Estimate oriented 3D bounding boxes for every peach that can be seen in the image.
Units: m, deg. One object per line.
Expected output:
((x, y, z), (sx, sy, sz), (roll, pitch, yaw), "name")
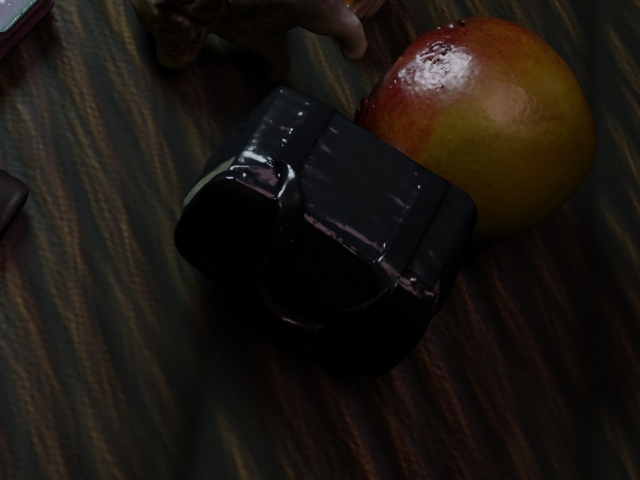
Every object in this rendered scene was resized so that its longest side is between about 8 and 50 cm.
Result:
((0.152, -0.107, 1.428), (0.231, 0.231, 0.231), (11, 59, -19), "peach")

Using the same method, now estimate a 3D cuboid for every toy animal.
((-0.066, -0.230, 1.425), (0.169, 0.233, 0.121), (34, 54, -55), "toy animal")

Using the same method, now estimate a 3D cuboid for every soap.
((-0.329, -0.222, 1.363), (0.100, 0.056, 0.149), (35, 54, 0), "soap")

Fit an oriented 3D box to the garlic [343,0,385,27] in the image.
((0.019, -0.336, 1.564), (0.206, 0.128, 0.115), (50, 31, 16), "garlic")

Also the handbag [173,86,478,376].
((0.000, 0.000, 1.314), (0.254, 0.181, 0.181), (34, 47, -2), "handbag")

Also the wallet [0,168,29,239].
((-0.385, -0.043, 1.241), (0.229, 0.049, 0.182), (32, 51, -7), "wallet")
